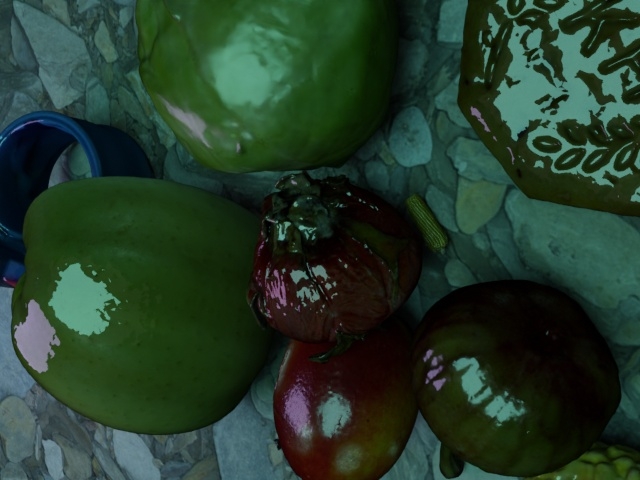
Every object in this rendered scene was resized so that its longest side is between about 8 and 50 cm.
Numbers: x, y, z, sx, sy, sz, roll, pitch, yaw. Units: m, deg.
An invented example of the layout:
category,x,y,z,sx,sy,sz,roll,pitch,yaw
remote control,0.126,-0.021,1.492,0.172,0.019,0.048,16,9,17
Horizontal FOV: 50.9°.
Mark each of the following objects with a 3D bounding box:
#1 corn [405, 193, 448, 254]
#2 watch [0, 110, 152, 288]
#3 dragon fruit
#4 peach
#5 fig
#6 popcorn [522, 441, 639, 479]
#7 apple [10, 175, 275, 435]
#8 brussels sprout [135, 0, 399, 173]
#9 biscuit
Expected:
category,x,y,z,sx,sy,sz,roll,pitch,yaw
corn,0.133,-0.019,0.839,0.083,0.027,0.028,60,154,8
watch,-0.370,-0.047,1.030,0.305,0.241,0.275,16,94,19
dragon fruit,0.000,-0.003,0.784,0.218,0.223,0.148,25,148,45
peach,0.032,0.195,0.836,0.196,0.190,0.226,10,87,44
fig,0.185,0.196,0.768,0.217,0.217,0.321,36,135,19
popcorn,0.309,0.307,0.741,0.180,0.180,0.170,-52,47,28
apple,-0.249,0.099,0.934,0.311,0.360,0.320,151,134,-65
brussels sprout,-0.061,-0.219,0.791,0.328,0.247,0.328,-1,87,20
biscuit,0.307,-0.196,0.691,0.359,0.046,0.359,6,102,28
